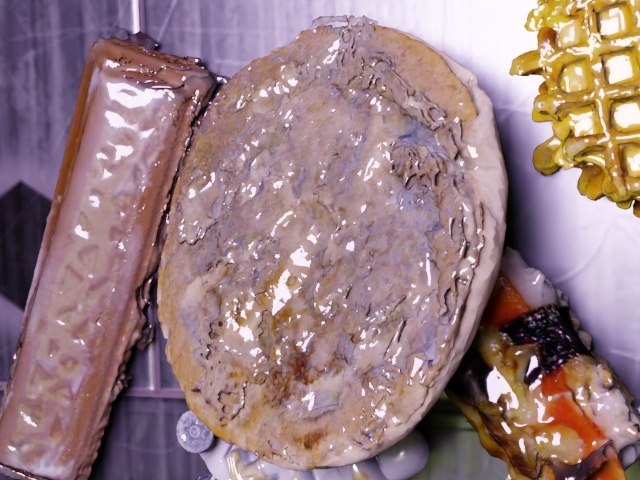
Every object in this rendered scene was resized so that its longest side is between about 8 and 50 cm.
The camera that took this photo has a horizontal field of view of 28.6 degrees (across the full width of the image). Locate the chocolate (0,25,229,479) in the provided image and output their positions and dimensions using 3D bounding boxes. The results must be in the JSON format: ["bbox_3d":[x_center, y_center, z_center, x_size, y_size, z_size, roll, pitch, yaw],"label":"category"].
[{"bbox_3d":[-0.159,0.021,0.857,0.102,0.065,0.329,21,100,19],"label":"chocolate"}]

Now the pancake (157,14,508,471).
[{"bbox_3d":[-0.001,-0.001,0.740,0.282,0.049,0.282,-17,63,35],"label":"pancake"}]

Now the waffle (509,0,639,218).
[{"bbox_3d":[0.208,-0.105,0.697,0.193,0.070,0.197,21,102,20],"label":"waffle"}]

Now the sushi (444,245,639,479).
[{"bbox_3d":[0.125,0.085,0.723,0.103,0.097,0.226,-24,61,-11],"label":"sushi"}]

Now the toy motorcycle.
[{"bbox_3d":[-0.005,0.126,0.801,0.151,0.074,0.229,25,94,23],"label":"toy motorcycle"}]
